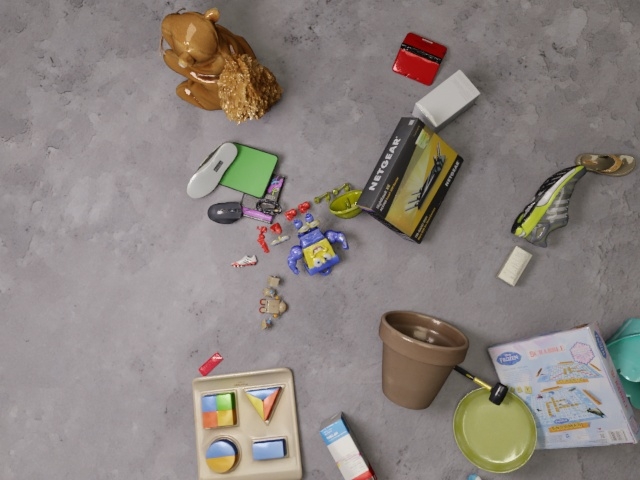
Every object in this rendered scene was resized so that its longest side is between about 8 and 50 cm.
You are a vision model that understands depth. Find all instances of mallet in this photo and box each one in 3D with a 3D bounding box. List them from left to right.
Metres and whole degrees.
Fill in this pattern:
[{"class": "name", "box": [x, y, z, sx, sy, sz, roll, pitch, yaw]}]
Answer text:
[{"class": "mallet", "box": [0.465, 0.429, 1.645, 0.189, 0.039, 0.063, 20, 90, 37]}]

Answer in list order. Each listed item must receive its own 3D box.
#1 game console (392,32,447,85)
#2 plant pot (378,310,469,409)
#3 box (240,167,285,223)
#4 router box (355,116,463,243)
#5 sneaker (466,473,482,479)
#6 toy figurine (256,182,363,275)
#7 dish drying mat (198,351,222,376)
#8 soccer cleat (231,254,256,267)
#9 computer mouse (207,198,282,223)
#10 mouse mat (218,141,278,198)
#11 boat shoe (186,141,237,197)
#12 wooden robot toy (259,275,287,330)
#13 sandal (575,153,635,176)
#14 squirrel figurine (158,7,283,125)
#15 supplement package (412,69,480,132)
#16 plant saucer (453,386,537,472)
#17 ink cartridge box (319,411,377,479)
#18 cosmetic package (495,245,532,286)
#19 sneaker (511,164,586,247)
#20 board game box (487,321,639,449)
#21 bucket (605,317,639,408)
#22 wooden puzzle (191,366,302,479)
[{"class": "game console", "box": [0.329, -0.603, 1.816, 0.143, 0.085, 0.124, 24, 54, 5]}, {"class": "plant pot", "box": [0.277, 0.359, 1.611, 0.262, 0.263, 0.230, 15, 103, 5]}, {"class": "box", "box": [-0.192, -0.145, 1.784, 0.115, 0.029, 0.162, 16, 86, 6]}, {"class": "router box", "box": [0.277, -0.180, 1.671, 0.242, 0.081, 0.309, 30, 85, -34]}, {"class": "sneaker", "box": [0.505, 0.792, 1.618, 0.092, 0.087, 0.229, -23, 90, -7]}, {"class": "toy figurine", "box": [0.000, 0.000, 1.729, 0.362, 0.191, 0.217, -27, 114, -9]}, {"class": "dish drying mat", "box": [-0.350, 0.394, 1.742, 0.083, 0.008, 0.032, -43, 84, -2]}, {"class": "soccer cleat", "box": [-0.247, 0.067, 1.765, 0.083, 0.029, 0.036, -8, 74, -1]}, {"class": "computer mouse", "box": [-0.244, -0.096, 1.747, 0.241, 0.041, 0.071, -6, 83, 3]}, {"class": "mouse mat", "box": [-0.241, -0.230, 1.784, 0.189, 0.007, 0.153, 20, 85, 20]}, {"class": "boat shoe", "box": [-0.355, -0.230, 1.783, 0.219, 0.070, 0.077, -49, 118, -3]}, {"class": "wooden robot toy", "box": [-0.144, 0.201, 1.737, 0.078, 0.076, 0.174, 9, 83, -31]}, {"class": "sandal", "box": [0.903, -0.244, 1.725, 0.179, 0.049, 0.072, 7, 84, 4]}, {"class": "squirrel figurine", "box": [-0.296, -0.538, 1.662, 0.396, 0.370, 0.281, 36, 86, 6]}, {"class": "supplement package", "box": [0.397, -0.435, 1.747, 0.179, 0.105, 0.105, -38, 83, -2]}, {"class": "plant saucer", "box": [0.517, 0.558, 1.623, 0.240, 0.037, 0.241, -8, 74, 29]}, {"class": "ink cartridge box", "box": [0.086, 0.639, 1.627, 0.077, 0.134, 0.231, -29, 82, -1]}, {"class": "cosmetic package", "box": [0.602, 0.081, 1.709, 0.060, 0.041, 0.115, 33, 86, 6]}, {"class": "sneaker", "box": [0.727, -0.107, 1.703, 0.121, 0.111, 0.300, 39, 92, -4]}, {"class": "board game box", "box": [0.681, 0.421, 1.557, 0.318, 0.065, 0.318, -26, 81, 44]}, {"class": "bucket", "box": [0.934, 0.364, 1.553, 0.281, 0.281, 0.183, 38, 84, 6]}, {"class": "wooden puzzle", "box": [-0.231, 0.581, 1.678, 0.321, 0.080, 0.348, -7, 83, 2]}]
